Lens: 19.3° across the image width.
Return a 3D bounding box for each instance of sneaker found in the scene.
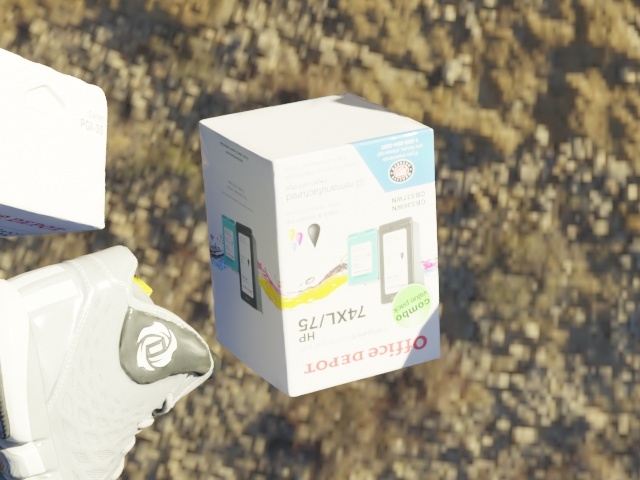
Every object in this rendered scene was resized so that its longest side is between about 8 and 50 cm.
[{"bbox_3d":[-0.102,0.103,0.912,0.132,0.086,0.229,-24,130,-30],"label":"sneaker"}]

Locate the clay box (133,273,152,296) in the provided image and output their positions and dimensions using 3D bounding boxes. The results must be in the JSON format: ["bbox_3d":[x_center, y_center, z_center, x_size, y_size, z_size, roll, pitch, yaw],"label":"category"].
[{"bbox_3d":[-0.282,0.097,1.935,0.053,0.222,0.127,42,115,22],"label":"clay box"}]

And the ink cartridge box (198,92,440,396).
[{"bbox_3d":[0.000,0.000,2.087,0.198,0.197,0.270,-13,112,-24],"label":"ink cartridge box"}]

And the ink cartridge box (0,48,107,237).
[{"bbox_3d":[-0.337,-0.067,1.476,0.283,0.117,0.207,-4,171,23],"label":"ink cartridge box"}]
